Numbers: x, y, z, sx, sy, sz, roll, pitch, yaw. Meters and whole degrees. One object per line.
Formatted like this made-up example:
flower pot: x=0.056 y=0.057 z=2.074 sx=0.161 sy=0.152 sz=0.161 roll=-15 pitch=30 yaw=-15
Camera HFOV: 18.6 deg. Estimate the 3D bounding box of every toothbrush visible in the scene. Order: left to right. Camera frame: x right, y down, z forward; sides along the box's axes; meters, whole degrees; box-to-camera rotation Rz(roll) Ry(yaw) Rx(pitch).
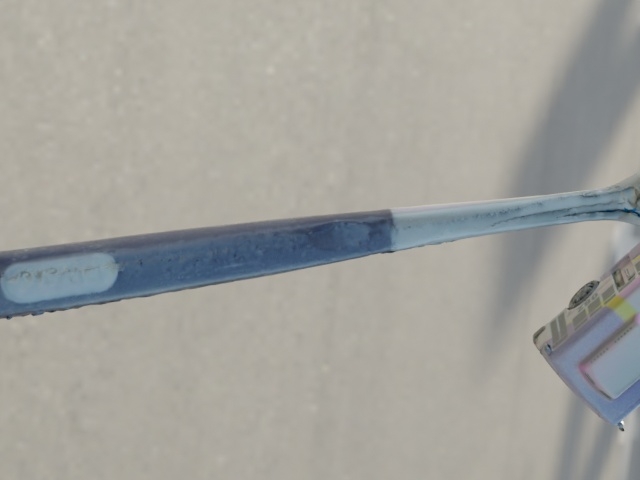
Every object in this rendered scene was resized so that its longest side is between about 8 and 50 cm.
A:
toothbrush: x=0.000 y=0.000 z=0.599 sx=0.026 sy=0.288 sz=0.024 roll=115 pitch=-33 yaw=-77

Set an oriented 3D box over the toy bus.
toy bus: x=0.146 y=0.033 z=0.859 sx=0.102 sy=0.052 sz=0.058 roll=-43 pitch=-172 yaw=12
